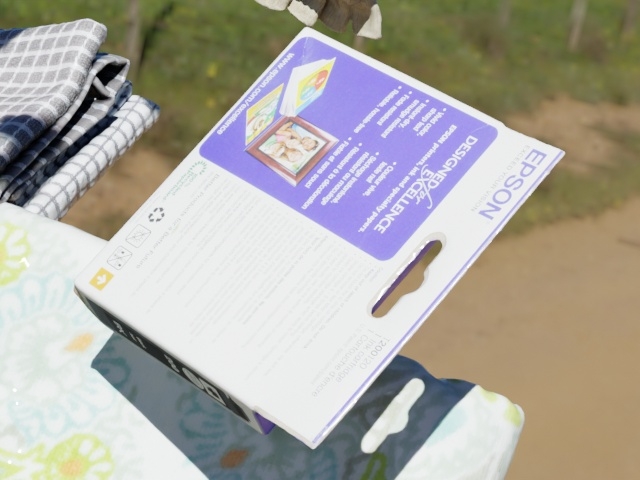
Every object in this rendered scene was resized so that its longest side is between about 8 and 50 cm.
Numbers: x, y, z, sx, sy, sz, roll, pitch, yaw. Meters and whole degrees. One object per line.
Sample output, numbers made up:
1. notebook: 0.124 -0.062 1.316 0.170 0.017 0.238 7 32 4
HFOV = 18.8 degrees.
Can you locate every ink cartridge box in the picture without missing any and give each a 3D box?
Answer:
1. ink cartridge box: 0.000 0.000 1.040 0.208 0.206 0.045 30 -17 41

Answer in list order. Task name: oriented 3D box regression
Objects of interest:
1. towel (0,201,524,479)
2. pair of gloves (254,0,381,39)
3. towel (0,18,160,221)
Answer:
1. towel: -0.107 0.177 1.154 0.374 0.320 0.090 22 -11 10
2. pair of gloves: -0.043 -0.250 1.237 0.240 0.204 0.042 28 37 27
3. towel: -0.323 -0.094 1.750 0.283 0.121 0.235 -1 34 34
